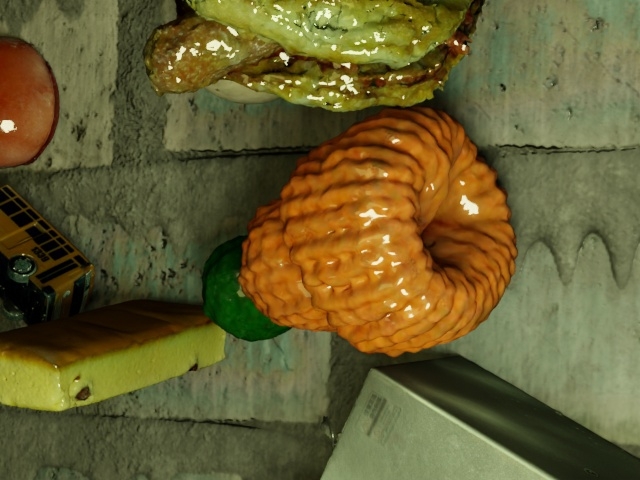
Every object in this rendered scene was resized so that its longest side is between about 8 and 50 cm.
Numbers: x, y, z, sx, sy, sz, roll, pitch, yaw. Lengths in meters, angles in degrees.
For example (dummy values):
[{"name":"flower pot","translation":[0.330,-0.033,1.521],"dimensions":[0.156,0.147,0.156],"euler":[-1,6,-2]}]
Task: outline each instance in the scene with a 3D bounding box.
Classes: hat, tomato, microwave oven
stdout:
[{"name":"hat","translation":[0.000,0.000,1.656],"dimensions":[0.400,0.285,0.285],"euler":[-9,85,33]},{"name":"tomato","translation":[-0.476,-0.189,2.008],"dimensions":[0.228,0.112,0.199],"euler":[-18,79,24]},{"name":"microwave oven","translation":[0.132,0.385,1.596],"dimensions":[0.374,0.236,0.432],"euler":[30,103,25]}]

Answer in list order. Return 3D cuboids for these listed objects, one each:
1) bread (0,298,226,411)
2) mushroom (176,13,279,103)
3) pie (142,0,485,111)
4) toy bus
[{"name":"bread","translation":[-0.255,0.131,1.740],"dimensions":[0.138,0.361,0.077],"euler":[8,99,27]},{"name":"mushroom","translation":[-0.079,-0.279,1.745],"dimensions":[0.206,0.206,0.209],"euler":[-35,62,24]},{"name":"pie","translation":[-0.005,-0.337,1.583],"dimensions":[0.395,0.180,0.418],"euler":[3,58,-7]},{"name":"toy bus","translation":[-0.391,0.028,1.954],"dimensions":[0.201,0.114,0.098],"euler":[40,137,23]}]
